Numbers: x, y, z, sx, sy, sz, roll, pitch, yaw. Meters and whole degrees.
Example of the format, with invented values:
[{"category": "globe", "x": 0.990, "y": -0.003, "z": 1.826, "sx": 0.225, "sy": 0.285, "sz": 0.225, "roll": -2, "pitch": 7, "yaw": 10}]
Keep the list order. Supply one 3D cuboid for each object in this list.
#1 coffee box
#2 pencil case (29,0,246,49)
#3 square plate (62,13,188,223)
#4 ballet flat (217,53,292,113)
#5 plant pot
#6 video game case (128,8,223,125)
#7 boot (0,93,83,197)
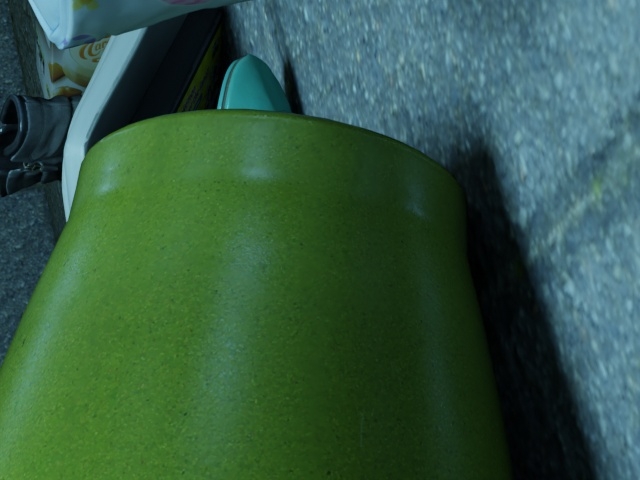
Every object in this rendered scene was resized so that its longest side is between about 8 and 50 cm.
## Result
[{"category": "coffee box", "x": -0.251, "y": -0.259, "z": 1.678, "sx": 0.246, "sy": 0.141, "sz": 0.098, "roll": 103, "pitch": 153, "yaw": -54}, {"category": "pencil case", "x": -0.023, "y": -0.182, "z": 0.710, "sx": 0.113, "sy": 0.273, "sz": 0.124, "roll": 40, "pitch": 144, "yaw": 57}, {"category": "square plate", "x": -0.177, "y": -0.071, "z": 1.399, "sx": 0.347, "sy": 0.049, "sz": 0.344, "roll": 92, "pitch": -170, "yaw": -45}, {"category": "ballet flat", "x": -0.043, "y": -0.026, "z": 1.204, "sx": 0.087, "sy": 0.083, "sz": 0.247, "roll": 14, "pitch": 103, "yaw": 31}, {"category": "plant pot", "x": -0.042, "y": 0.129, "z": 0.834, "sx": 0.366, "sy": 0.366, "sz": 0.353, "roll": 122, "pitch": 155, "yaw": -67}, {"category": "video game case", "x": -0.140, "y": -0.048, "z": 1.381, "sx": 0.275, "sy": 0.035, "sz": 0.248, "roll": -72, "pitch": -11, "yaw": -51}, {"category": "boot", "x": -0.270, "y": -0.083, "z": 1.692, "sx": 0.338, "sy": 0.222, "sz": 0.118, "roll": 106, "pitch": 149, "yaw": -57}]
